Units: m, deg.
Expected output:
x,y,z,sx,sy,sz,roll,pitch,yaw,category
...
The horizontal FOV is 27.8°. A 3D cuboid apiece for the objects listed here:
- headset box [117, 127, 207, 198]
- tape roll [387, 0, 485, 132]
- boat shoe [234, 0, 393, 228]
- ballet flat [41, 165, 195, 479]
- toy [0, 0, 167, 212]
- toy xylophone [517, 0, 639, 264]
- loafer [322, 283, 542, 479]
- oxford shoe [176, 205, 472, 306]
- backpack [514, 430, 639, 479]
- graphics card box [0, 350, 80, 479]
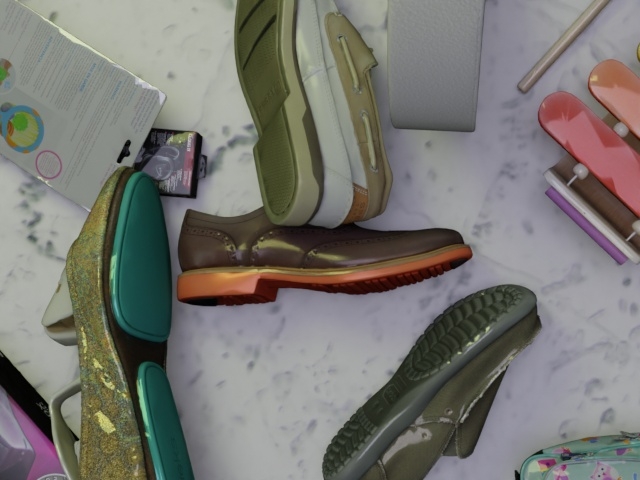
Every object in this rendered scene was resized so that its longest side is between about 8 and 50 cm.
x,y,z,sx,sy,sz,roll,pitch,yaw,category
-0.149,-0.074,1.219,0.083,0.032,0.062,5,87,5,headset box
0.104,-0.280,1.034,0.072,0.392,0.392,4,86,6,tape roll
-0.007,-0.151,1.174,0.103,0.113,0.302,4,68,-27,boat shoe
-0.185,0.104,1.125,0.123,0.123,0.348,-11,71,5,ballet flat
-0.265,-0.142,1.217,0.237,0.056,0.137,32,108,4,toy
0.318,-0.137,1.152,0.236,0.081,0.322,37,90,8,toy xylophone
0.111,0.143,1.158,0.087,0.094,0.251,41,101,-17,loafer
0.000,0.000,1.170,0.271,0.097,0.098,-4,79,6,oxford shoe
0.271,0.245,1.099,0.188,0.144,0.165,-8,79,2,backpack
-0.281,0.292,1.175,0.233,0.094,0.371,-43,82,1,graphics card box
